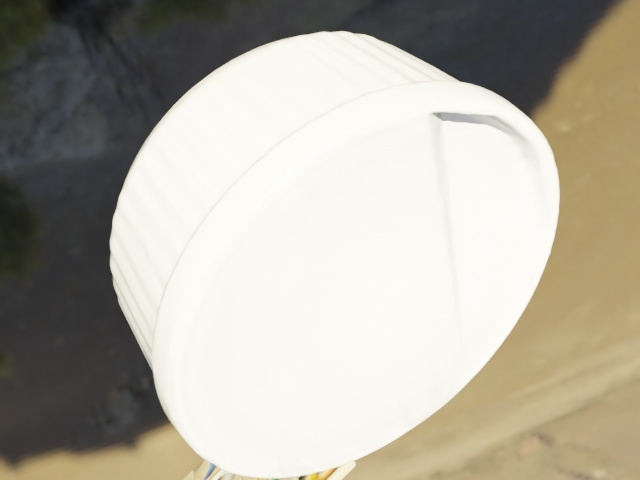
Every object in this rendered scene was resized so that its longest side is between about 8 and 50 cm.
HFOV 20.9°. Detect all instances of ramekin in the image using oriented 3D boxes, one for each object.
[{"bbox_3d":[0.000,0.000,1.034,0.273,0.127,0.273,-23,137,-24],"label":"ramekin"}]

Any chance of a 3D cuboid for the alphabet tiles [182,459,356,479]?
[{"bbox_3d":[-0.087,0.265,1.648,0.285,0.011,0.342,-45,-163,5],"label":"alphabet tiles"}]
